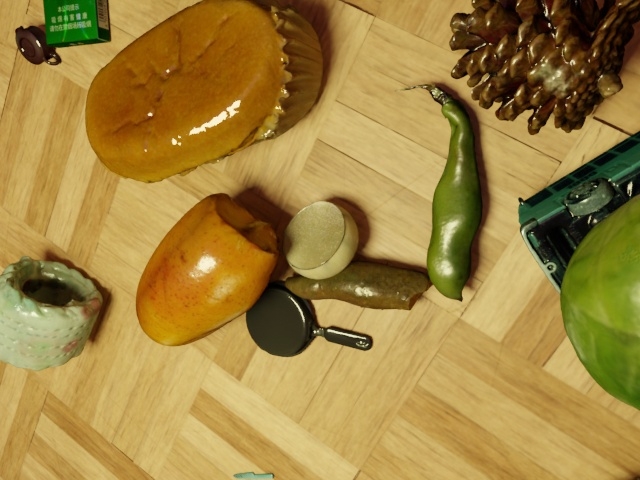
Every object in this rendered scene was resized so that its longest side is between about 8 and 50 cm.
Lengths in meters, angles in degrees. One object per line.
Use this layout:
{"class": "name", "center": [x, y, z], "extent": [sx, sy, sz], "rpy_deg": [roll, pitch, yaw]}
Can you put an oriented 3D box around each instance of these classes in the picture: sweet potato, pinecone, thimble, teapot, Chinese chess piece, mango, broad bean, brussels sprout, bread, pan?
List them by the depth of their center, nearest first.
{"class": "brussels sprout", "center": [0.347, 0.052, 0.433], "extent": [0.244, 0.244, 0.243], "rpy_deg": [4, 100, 21]}
{"class": "pinecone", "center": [0.253, -0.232, 0.582], "extent": [0.212, 0.169, 0.185], "rpy_deg": [31, 114, 13]}
{"class": "broad bean", "center": [0.182, -0.068, 0.704], "extent": [0.098, 0.056, 0.317], "rpy_deg": [-9, 90, 29]}
{"class": "bread", "center": [-0.184, -0.221, 0.754], "extent": [0.389, 0.183, 0.236], "rpy_deg": [-25, 87, 24]}
{"class": "Chinese chess piece", "center": [0.000, 0.000, 0.762], "extent": [0.122, 0.051, 0.122], "rpy_deg": [-16, 59, 28]}
{"class": "sweet potato", "center": [0.050, 0.069, 0.767], "extent": [0.244, 0.077, 0.077], "rpy_deg": [2, 100, 19]}
{"class": "mango", "center": [-0.203, 0.065, 0.820], "extent": [0.350, 0.199, 0.201], "rpy_deg": [-43, 53, 35]}
{"class": "pan", "center": [-0.028, 0.149, 0.837], "extent": [0.235, 0.028, 0.136], "rpy_deg": [11, 103, 20]}
{"class": "teapot", "center": [-0.544, -0.375, 0.948], "extent": [0.100, 0.045, 0.068], "rpy_deg": [40, 136, -7]}
{"class": "thimble", "center": [-0.544, 0.135, 0.959], "extent": [0.211, 0.185, 0.149], "rpy_deg": [36, 109, 28]}

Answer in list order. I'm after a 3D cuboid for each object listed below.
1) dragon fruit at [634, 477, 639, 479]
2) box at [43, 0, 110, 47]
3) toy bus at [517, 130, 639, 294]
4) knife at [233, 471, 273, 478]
{"class": "dragon fruit", "center": [0.410, 0.437, 0.570], "extent": [0.269, 0.291, 0.250], "rpy_deg": [-26, 94, 25]}
{"class": "box", "center": [-0.452, -0.481, 0.897], "extent": [0.132, 0.034, 0.235], "rpy_deg": [4, 100, 22]}
{"class": "toy bus", "center": [0.369, -0.047, 0.578], "extent": [0.256, 0.147, 0.128], "rpy_deg": [-34, 96, 20]}
{"class": "knife", "center": [-0.129, 0.450, 0.942], "extent": [0.091, 0.005, 0.014], "rpy_deg": [-14, 95, 24]}
